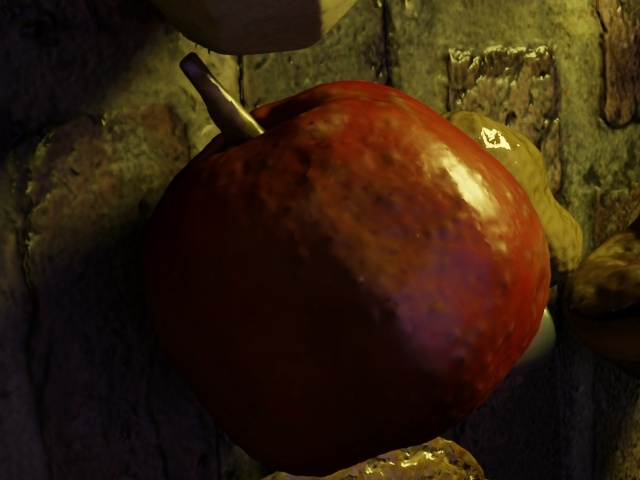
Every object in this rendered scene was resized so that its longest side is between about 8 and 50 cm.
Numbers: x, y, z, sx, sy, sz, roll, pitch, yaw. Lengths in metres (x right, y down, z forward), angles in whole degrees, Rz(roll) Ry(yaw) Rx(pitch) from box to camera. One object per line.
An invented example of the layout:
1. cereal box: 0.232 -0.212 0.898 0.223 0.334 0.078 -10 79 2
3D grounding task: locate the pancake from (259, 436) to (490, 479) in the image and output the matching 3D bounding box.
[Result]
1. pancake: 0.029 0.353 0.915 0.386 0.082 0.387 -7 105 -27

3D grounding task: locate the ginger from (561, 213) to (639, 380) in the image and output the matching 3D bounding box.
1. ginger: 0.378 0.061 1.007 0.269 0.200 0.223 -44 113 -23

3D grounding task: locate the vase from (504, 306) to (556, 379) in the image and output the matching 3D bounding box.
1. vase: 0.109 0.110 0.926 0.214 0.086 0.086 -18 108 -23

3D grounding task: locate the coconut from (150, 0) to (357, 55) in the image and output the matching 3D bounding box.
1. coconut: -0.040 -0.253 0.690 0.241 0.241 0.241 -6 102 -31

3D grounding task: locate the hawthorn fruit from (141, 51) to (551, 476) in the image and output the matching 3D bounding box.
1. hawthorn fruit: 0.000 0.000 0.734 0.287 0.287 0.330 -44 112 -18

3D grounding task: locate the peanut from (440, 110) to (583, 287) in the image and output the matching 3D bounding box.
1. peanut: 0.171 -0.036 0.926 0.226 0.095 0.108 46 72 -30
